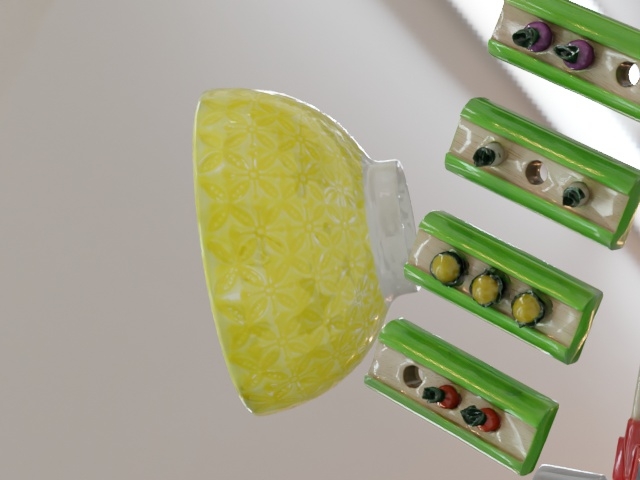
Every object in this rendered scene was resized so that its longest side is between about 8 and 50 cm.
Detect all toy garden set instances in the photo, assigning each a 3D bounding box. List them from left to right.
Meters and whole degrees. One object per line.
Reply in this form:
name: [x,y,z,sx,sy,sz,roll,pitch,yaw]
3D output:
toy garden set: [0.137,0.016,0.970,0.049,0.204,0.244,-8,-58,-56]

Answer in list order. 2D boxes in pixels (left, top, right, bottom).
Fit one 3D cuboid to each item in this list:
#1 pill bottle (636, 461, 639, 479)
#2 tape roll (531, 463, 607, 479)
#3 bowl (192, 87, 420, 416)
pill bottle: [0.270,0.285,1.397,0.130,0.130,0.245,18,-102,-54]
tape roll: [0.265,0.363,2.093,0.219,0.072,0.219,8,-90,-73]
bowl: [0.000,0.000,1.609,0.289,0.156,0.289,-8,-90,-82]
